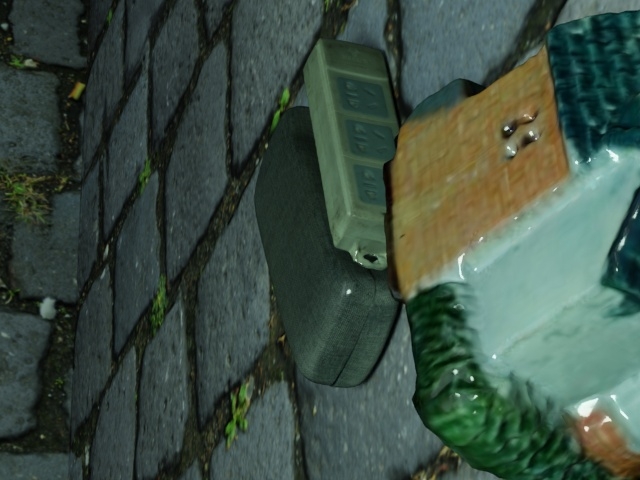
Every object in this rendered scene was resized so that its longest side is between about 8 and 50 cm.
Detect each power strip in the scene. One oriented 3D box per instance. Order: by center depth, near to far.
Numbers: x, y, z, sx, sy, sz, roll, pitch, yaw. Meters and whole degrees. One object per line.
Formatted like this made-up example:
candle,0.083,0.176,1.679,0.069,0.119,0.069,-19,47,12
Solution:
power strip,0.037,-0.090,1.368,0.052,0.078,0.272,119,152,-42

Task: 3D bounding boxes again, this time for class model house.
model house,0.187,-0.014,0.838,0.291,0.184,0.253,-42,35,40

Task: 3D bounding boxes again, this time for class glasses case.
glasses case,0.000,0.000,1.437,0.323,0.074,0.131,-107,31,-51
